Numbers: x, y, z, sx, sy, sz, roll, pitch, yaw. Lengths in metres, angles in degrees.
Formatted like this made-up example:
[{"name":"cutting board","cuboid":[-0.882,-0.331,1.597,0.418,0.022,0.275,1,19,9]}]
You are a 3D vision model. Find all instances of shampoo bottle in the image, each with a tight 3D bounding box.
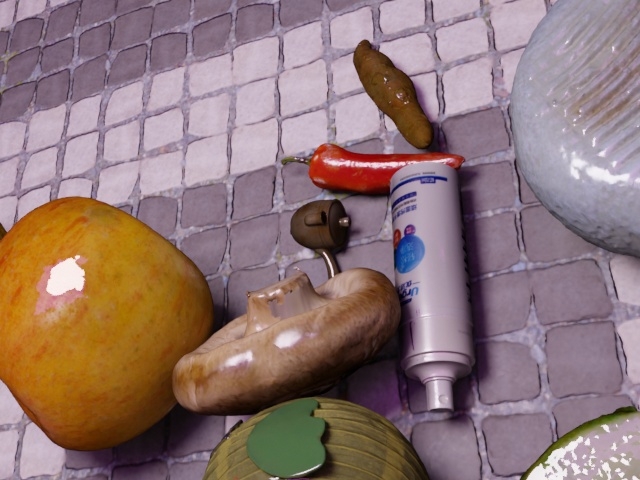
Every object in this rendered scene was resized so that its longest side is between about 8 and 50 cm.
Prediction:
[{"name":"shampoo bottle","cuboid":[0.133,0.056,1.016,0.092,0.092,0.303,-11,61,21]}]

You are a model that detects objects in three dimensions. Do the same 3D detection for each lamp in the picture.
[{"name":"lamp","cuboid":[-0.003,0.268,0.896,0.250,0.250,0.284,-24,22,13]}]

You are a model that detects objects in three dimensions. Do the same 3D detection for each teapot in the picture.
[{"name":"teapot","cuboid":[0.000,0.000,1.123,0.080,0.085,0.110,-6,82,25]}]

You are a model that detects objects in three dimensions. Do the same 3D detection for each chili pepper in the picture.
[{"name":"chili pepper","cuboid":[0.064,-0.095,1.141,0.272,0.071,0.063,5,71,26]}]

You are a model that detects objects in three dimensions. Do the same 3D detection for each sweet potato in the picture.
[{"name":"sweet potato","cuboid":[0.102,-0.203,1.181,0.067,0.067,0.274,-33,47,7]}]

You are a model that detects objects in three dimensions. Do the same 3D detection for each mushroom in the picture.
[{"name":"mushroom","cuboid":[-0.035,0.116,0.981,0.278,0.278,0.146,-21,95,15]}]

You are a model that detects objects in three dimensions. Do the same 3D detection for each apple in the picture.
[{"name":"apple","cuboid":[-0.291,0.107,1.073,0.299,0.299,0.275,26,71,34]}]

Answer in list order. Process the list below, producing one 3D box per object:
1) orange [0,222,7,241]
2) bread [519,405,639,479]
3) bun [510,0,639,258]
[{"name":"orange","cuboid":[-0.582,0.062,1.269,0.279,0.235,0.279,-53,14,19]},{"name":"bread","cuboid":[0.336,0.325,0.753,0.366,0.129,0.382,-25,55,16]},{"name":"bun","cuboid":[0.381,-0.139,0.922,0.362,0.211,0.362,-11,64,22]}]
